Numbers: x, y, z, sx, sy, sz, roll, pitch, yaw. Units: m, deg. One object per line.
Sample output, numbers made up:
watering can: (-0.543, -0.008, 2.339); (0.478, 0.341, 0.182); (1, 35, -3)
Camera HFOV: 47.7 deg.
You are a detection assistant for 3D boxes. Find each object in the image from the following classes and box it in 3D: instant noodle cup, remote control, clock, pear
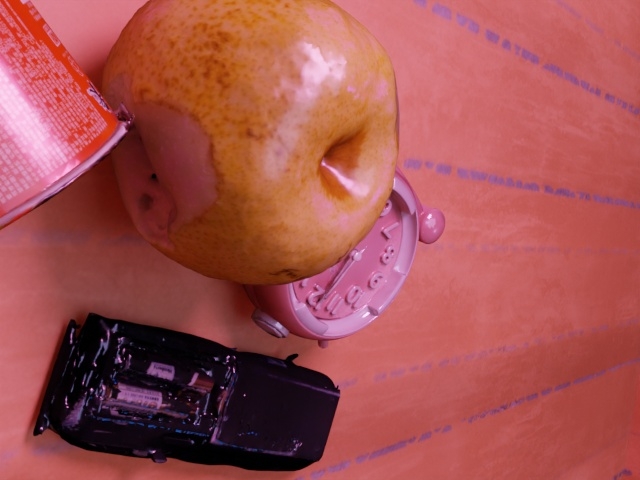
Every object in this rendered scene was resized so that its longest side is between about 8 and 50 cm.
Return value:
instant noodle cup: (-0.253, -0.099, 0.451); (0.213, 0.213, 0.174); (-45, 121, -35)
remote control: (-0.108, 0.175, 0.783); (0.398, 0.062, 0.145); (27, 77, -50)
clock: (0.000, 0.000, 0.830); (0.241, 0.142, 0.227); (-56, 136, -13)
pear: (-0.066, -0.094, 0.621); (0.271, 0.271, 0.272); (-14, 109, -48)
